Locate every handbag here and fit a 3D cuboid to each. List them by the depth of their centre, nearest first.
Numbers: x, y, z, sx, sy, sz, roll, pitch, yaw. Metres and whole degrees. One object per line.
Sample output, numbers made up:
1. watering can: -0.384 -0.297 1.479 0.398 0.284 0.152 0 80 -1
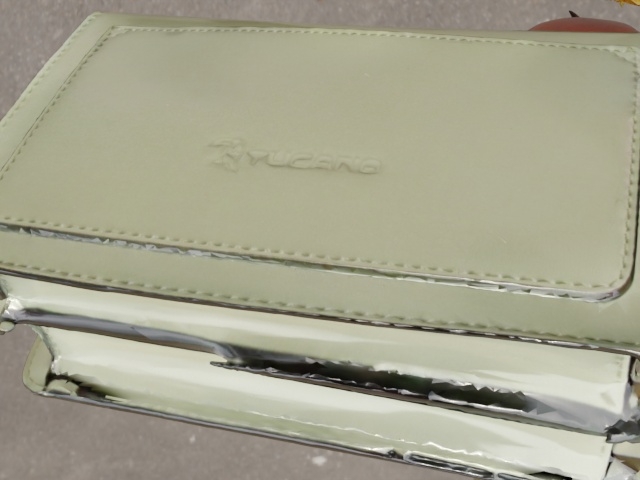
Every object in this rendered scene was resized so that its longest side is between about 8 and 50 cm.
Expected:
1. handbag: 0.010 -0.018 0.468 0.358 0.237 0.160 7 145 17

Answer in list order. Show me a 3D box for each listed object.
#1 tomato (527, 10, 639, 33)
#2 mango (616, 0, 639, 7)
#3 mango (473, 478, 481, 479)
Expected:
1. tomato: 0.347 -0.173 1.142 0.224 0.255 0.256 -31 142 -28
2. mango: 0.295 -0.304 0.851 0.252 0.153 0.126 2 97 -40
3. mango: 0.295 0.265 0.977 0.301 0.220 0.445 -48 171 -17
